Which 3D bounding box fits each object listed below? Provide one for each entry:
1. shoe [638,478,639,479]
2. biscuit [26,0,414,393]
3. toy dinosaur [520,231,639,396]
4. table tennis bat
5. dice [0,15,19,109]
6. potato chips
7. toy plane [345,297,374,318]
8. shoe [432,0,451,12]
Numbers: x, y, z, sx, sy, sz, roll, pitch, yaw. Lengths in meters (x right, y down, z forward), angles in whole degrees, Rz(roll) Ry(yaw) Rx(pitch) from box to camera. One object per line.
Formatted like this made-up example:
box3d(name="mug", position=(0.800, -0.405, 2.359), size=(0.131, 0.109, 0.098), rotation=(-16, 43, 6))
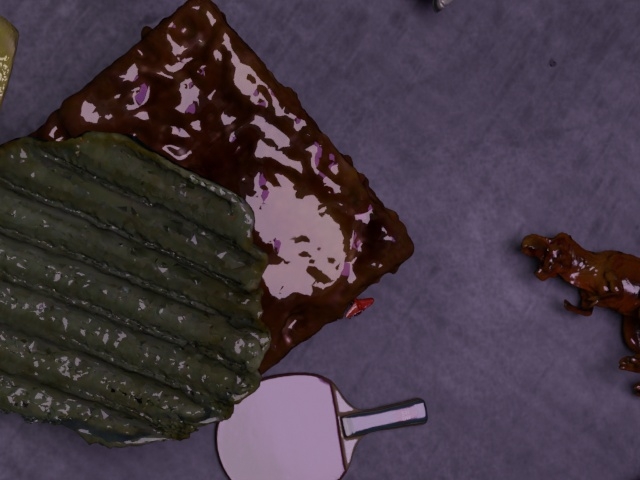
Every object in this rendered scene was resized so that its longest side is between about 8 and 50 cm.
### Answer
box3d(name="shoe", position=(0.418, 0.425, 2.058), size=(0.138, 0.095, 0.245), rotation=(32, 78, -16))
box3d(name="biscuit", position=(-0.137, -0.041, 1.845), size=(0.343, 0.166, 0.395), rotation=(-38, 96, 2))
box3d(name="toy dinosaur", position=(0.450, 0.097, 2.106), size=(0.432, 0.097, 0.208), rotation=(10, 71, -21))
box3d(name="table tennis bat", position=(0.003, 0.234, 1.979), size=(0.274, 0.021, 0.154), rotation=(-9, 86, -17))
box3d(name="dice", position=(-0.443, -0.179, 1.803), size=(0.166, 0.169, 0.169), rotation=(17, 78, -15))
box3d(name="potato chips", position=(-0.257, 0.049, 1.746), size=(0.429, 0.070, 0.358), rotation=(19, 109, 5))
box3d(name="toy plane", position=(0.006, -0.005, 1.983), size=(0.194, 0.077, 0.126), rotation=(43, 76, -17))
box3d(name="shoe", position=(0.126, -0.396, 2.034), size=(0.342, 0.132, 0.210), rotation=(-7, 83, -22))
